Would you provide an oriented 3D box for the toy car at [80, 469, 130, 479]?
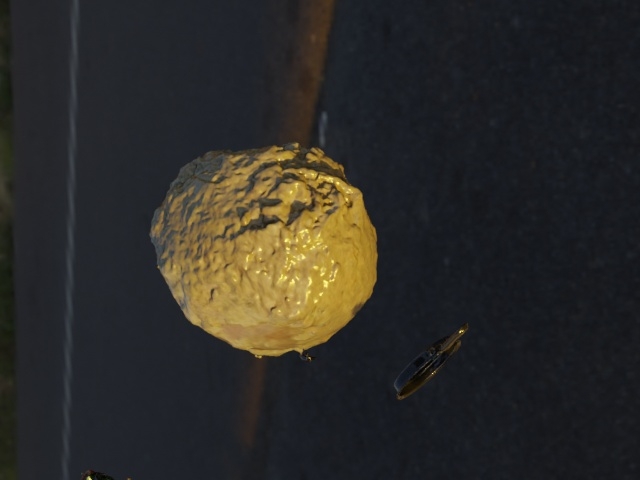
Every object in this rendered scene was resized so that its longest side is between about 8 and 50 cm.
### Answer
[{"bbox_3d":[-0.203,0.299,1.331,0.073,0.143,0.054,-59,23,18],"label":"toy car"}]

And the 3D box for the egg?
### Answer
[{"bbox_3d":[-0.064,0.009,1.490,0.310,0.279,0.279,-1,95,48],"label":"egg"}]

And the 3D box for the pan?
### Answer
[{"bbox_3d":[0.178,0.174,1.886,0.028,0.136,0.235,49,150,14],"label":"pan"}]
